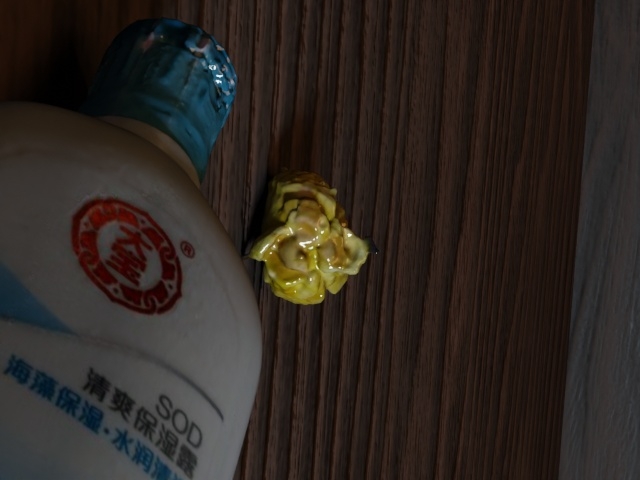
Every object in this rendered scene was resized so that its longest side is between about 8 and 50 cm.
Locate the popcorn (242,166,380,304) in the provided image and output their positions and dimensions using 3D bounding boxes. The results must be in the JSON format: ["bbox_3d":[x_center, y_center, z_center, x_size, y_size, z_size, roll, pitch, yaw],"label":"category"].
[{"bbox_3d":[0.000,0.000,0.825,0.084,0.084,0.084,5,90,-71],"label":"popcorn"}]

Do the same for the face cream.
[{"bbox_3d":[-0.092,0.032,0.480,0.163,0.080,0.336,39,36,-20],"label":"face cream"}]
